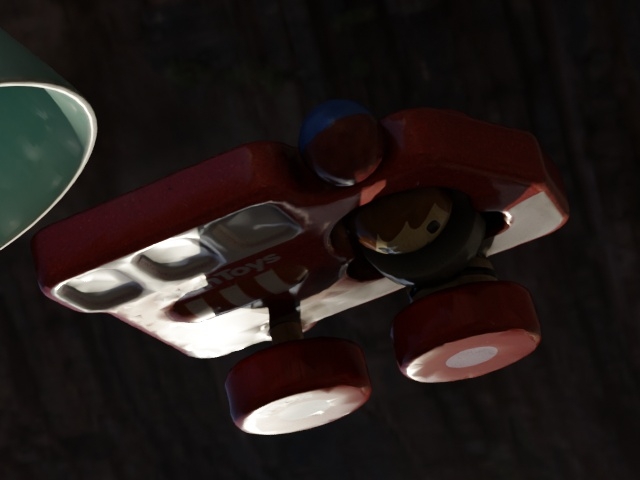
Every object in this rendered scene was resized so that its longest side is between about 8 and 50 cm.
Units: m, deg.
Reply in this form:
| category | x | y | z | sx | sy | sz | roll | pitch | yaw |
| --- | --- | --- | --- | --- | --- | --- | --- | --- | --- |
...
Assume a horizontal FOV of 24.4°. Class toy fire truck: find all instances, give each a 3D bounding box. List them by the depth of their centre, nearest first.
| category | x | y | z | sx | sy | sz | roll | pitch | yaw |
| --- | --- | --- | --- | --- | --- | --- | --- | --- | --- |
| toy fire truck | 0.000 | 0.000 | 0.956 | 0.254 | 0.302 | 0.169 | 35 | -142 | -61 |

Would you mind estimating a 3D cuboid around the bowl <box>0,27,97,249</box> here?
| category | x | y | z | sx | sy | sz | roll | pitch | yaw |
| --- | --- | --- | --- | --- | --- | --- | --- | --- | --- |
| bowl | -0.346 | -0.086 | 1.135 | 0.163 | 0.311 | 0.311 | 58 | -169 | 18 |
